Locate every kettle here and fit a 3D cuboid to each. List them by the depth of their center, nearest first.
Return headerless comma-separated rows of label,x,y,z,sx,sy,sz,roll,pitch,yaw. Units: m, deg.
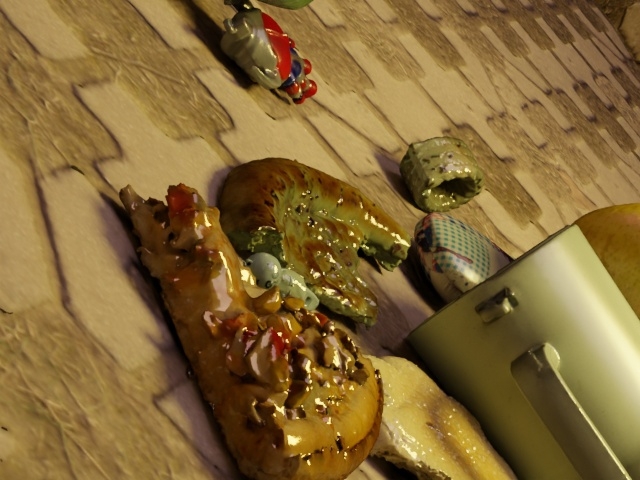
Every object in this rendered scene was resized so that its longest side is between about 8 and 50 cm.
kettle,0.260,0.160,1.683,0.318,0.205,0.265,58,-21,5

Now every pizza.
pizza,-0.032,0.079,1.401,0.251,0.074,0.287,23,36,-60

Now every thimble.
thimble,0.142,-0.079,2.058,0.110,0.084,0.062,23,35,-59

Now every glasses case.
glasses case,0.218,0.080,1.967,0.327,0.076,0.125,38,23,-36

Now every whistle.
whistle,-0.035,0.038,1.514,0.100,0.035,0.035,35,26,-45

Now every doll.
doll,-0.057,-0.202,1.853,0.195,0.062,0.104,28,62,-63

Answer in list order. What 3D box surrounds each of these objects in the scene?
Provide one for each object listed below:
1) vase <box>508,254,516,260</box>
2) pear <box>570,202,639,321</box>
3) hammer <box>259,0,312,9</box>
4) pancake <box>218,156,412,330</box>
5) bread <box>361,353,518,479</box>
vase,0.238,0.058,2.079,0.211,0.060,0.060,36,25,-39
pear,0.399,0.096,1.871,0.285,0.336,0.284,-2,92,-59
hammer,-0.136,-0.301,1.733,0.206,0.119,0.335,26,23,24
pancake,0.003,-0.004,1.652,0.197,0.054,0.376,56,20,8
bread,0.112,0.187,1.589,0.251,0.039,0.181,42,22,-28
